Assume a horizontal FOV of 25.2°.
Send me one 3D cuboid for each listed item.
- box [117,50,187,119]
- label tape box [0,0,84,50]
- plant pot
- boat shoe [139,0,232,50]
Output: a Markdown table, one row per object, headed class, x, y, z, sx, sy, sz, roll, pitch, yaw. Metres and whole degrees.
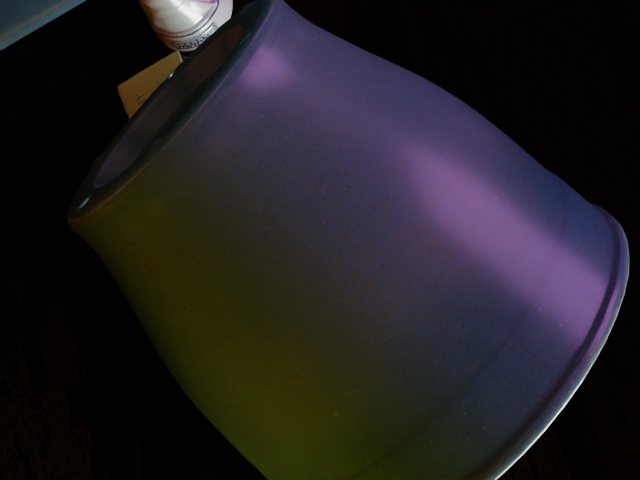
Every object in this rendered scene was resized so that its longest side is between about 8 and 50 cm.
| class | x | y | z | sx | sy | sz | roll | pitch | yaw |
| --- | --- | --- | --- | --- | --- | --- | --- | --- | --- |
| box | -0.067 | -0.066 | 1.112 | 0.232 | 0.058 | 0.087 | 29 | 35 | -65 |
| label tape box | -0.120 | -0.227 | 0.837 | 0.115 | 0.249 | 0.348 | 58 | 15 | -18 |
| plant pot | 0.000 | 0.000 | 0.865 | 0.255 | 0.271 | 0.272 | 43 | 20 | -16 |
| boat shoe | -0.139 | -0.281 | 1.198 | 0.088 | 0.096 | 0.268 | 50 | 27 | -54 |
